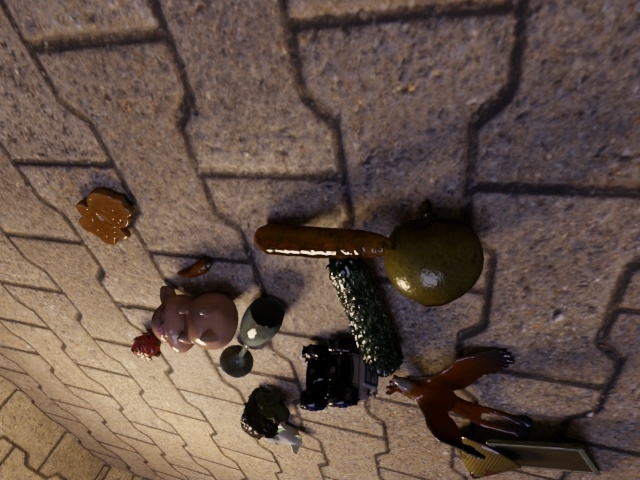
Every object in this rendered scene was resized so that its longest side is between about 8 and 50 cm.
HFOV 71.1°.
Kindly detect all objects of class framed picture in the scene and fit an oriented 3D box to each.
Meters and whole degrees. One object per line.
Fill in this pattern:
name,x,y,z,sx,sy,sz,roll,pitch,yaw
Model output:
framed picture,0.560,0.540,1.116,0.217,0.017,0.274,-10,141,32

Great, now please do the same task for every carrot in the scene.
carrot,-0.302,0.071,1.071,0.142,0.035,0.035,-20,122,42
carrot,0.000,0.000,0.799,0.315,0.066,0.066,2,134,42

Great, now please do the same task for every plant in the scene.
plant,-0.178,0.546,1.412,0.143,0.131,0.203,27,136,2

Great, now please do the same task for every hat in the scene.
hat,0.412,0.580,1.168,0.193,0.082,0.193,26,161,10

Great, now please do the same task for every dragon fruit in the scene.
dragon fruit,-0.539,0.334,1.404,0.086,0.080,0.116,3,157,19

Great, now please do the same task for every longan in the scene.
longan,0.182,0.020,0.732,0.155,0.145,0.175,-2,93,1

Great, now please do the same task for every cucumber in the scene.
cucumber,0.088,0.145,0.922,0.097,0.096,0.359,-4,130,27

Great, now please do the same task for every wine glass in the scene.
wine glass,-0.100,0.269,1.171,0.265,0.096,0.309,14,139,-18

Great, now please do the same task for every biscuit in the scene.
biscuit,-0.497,-0.058,1.034,0.134,0.027,0.184,29,136,-4

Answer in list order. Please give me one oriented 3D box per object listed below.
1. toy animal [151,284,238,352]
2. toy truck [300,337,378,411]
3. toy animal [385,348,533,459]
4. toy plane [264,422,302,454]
toy animal,-0.313,0.196,1.114,0.251,0.166,0.154,-3,171,32
toy truck,0.053,0.347,1.115,0.213,0.160,0.177,-23,139,38
toy animal,0.315,0.369,1.056,0.302,0.224,0.284,5,156,37
toy plane,-0.143,0.674,1.561,0.174,0.080,0.173,14,136,14
